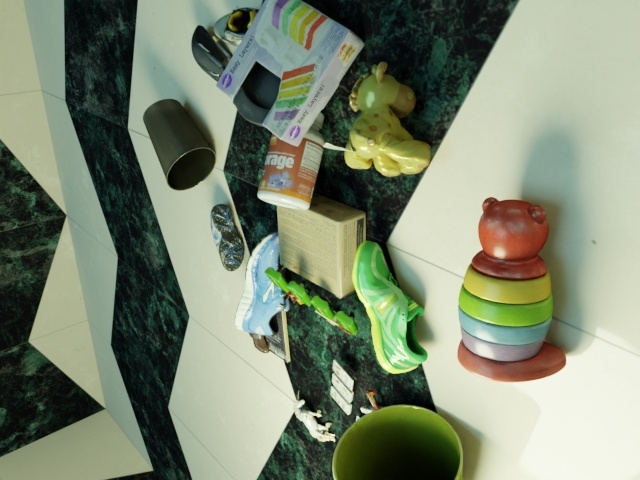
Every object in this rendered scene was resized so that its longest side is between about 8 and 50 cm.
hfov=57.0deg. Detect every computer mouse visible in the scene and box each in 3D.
[{"bbox_3d":[-0.279,-0.469,1.511,0.262,0.060,0.184,57,167,16],"label":"computer mouse"}]

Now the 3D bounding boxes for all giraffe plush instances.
[{"bbox_3d":[0.113,-0.230,1.106,0.181,0.210,0.170,-1,76,56],"label":"giraffe plush"}]

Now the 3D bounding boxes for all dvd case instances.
[{"bbox_3d":[-0.153,0.239,1.774,0.164,0.018,0.221,21,123,47],"label":"dvd case"}]

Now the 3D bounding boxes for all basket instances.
[{"bbox_3d":[-0.433,-0.298,1.776,0.227,0.154,0.204,60,145,20],"label":"basket"}]

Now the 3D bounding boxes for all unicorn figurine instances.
[{"bbox_3d":[-0.027,0.517,1.708,0.111,0.060,0.162,-29,83,53],"label":"unicorn figurine"}]

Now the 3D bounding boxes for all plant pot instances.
[{"bbox_3d":[0.194,0.570,1.309,0.275,0.275,0.293,21,138,46],"label":"plant pot"}]

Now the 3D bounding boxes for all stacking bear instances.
[{"bbox_3d":[0.314,0.072,0.985,0.175,0.164,0.289,18,116,47],"label":"stacking bear"}]

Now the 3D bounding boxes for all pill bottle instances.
[{"bbox_3d":[-0.060,-0.184,1.313,0.121,0.121,0.216,8,84,50],"label":"pill bottle"}]

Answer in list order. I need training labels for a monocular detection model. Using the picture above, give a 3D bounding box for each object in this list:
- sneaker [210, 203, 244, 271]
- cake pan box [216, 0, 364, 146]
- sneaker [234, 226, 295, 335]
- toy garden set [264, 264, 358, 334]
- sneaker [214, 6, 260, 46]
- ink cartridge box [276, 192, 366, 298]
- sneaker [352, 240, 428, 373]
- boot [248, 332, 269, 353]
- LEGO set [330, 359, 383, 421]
[{"bbox_3d":[-0.285,-0.010,1.792,0.081,0.080,0.211,-164,63,-68],"label":"sneaker"},{"bbox_3d":[-0.075,-0.364,1.242,0.246,0.070,0.267,44,107,30],"label":"cake pan box"},{"bbox_3d":[-0.126,0.116,1.613,0.147,0.130,0.330,19,114,10],"label":"sneaker"},{"bbox_3d":[-0.004,0.147,1.444,0.244,0.049,0.204,30,168,18],"label":"toy garden set"},{"bbox_3d":[-0.187,-0.512,1.386,0.225,0.092,0.088,15,98,47],"label":"sneaker"},{"bbox_3d":[0.000,0.000,1.404,0.234,0.088,0.193,25,127,43],"label":"ink cartridge box"},{"bbox_3d":[0.158,0.136,1.273,0.123,0.109,0.295,-18,91,32],"label":"sneaker"},{"bbox_3d":[-0.178,0.271,1.780,0.106,0.037,0.114,46,134,27],"label":"boot"},{"bbox_3d":[0.121,0.426,1.507,0.244,0.060,0.182,44,149,33],"label":"LEGO set"}]
